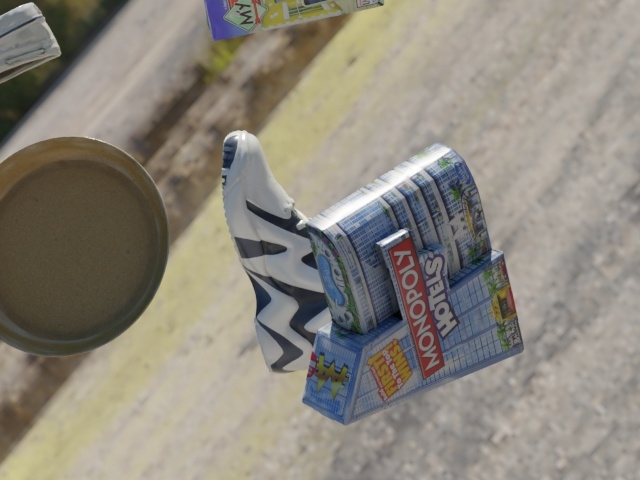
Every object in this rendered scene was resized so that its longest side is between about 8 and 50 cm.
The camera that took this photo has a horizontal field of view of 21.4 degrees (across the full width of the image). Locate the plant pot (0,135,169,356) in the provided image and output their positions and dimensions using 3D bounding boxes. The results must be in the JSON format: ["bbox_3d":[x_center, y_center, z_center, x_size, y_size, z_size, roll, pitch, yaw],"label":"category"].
[{"bbox_3d":[-0.268,0.007,1.795,0.236,0.236,0.032,-47,-16,1],"label":"plant pot"}]

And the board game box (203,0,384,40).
[{"bbox_3d":[-0.047,-0.382,1.920,0.213,0.317,0.046,-13,45,-3],"label":"board game box"}]

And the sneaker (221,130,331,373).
[{"bbox_3d":[0.000,0.000,1.561,0.153,0.235,0.094,-13,10,2],"label":"sneaker"}]

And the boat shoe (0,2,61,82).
[{"bbox_3d":[-0.455,-0.202,2.162,0.267,0.088,0.096,-34,2,-21],"label":"boat shoe"}]

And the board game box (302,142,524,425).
[{"bbox_3d":[0.063,0.052,1.375,0.194,0.194,0.060,-33,33,-28],"label":"board game box"}]
